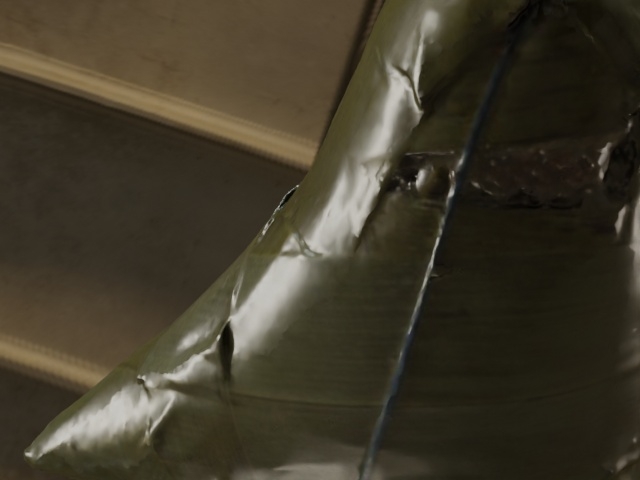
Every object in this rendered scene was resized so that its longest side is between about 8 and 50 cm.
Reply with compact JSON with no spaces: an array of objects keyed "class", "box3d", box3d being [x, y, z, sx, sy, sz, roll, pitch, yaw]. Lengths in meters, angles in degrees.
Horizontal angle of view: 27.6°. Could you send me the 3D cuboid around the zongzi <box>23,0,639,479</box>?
[{"class":"zongzi","box3d":[0.000,0.000,0.701,0.392,0.174,0.356,3,-62,10]}]
